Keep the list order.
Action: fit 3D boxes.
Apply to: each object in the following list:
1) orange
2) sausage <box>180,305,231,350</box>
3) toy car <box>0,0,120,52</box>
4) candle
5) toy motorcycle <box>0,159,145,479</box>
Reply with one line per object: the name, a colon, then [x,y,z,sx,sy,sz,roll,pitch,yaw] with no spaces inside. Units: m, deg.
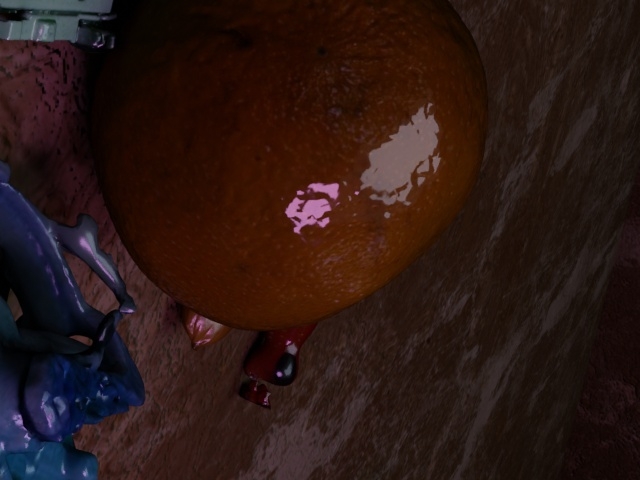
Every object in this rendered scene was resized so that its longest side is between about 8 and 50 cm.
orange: [-0.021,-0.065,0.789,0.264,0.264,0.264,-49,150,-42]
sausage: [-0.065,0.002,0.992,0.062,0.054,0.183,25,87,-36]
toy car: [-0.156,-0.138,0.665,0.143,0.054,0.073,-19,128,-60]
candle: [0.000,0.000,1.140,0.329,0.051,0.048,-70,161,1]
toy motorcycle: [-0.194,0.055,0.642,0.260,0.154,0.206,43,45,-62]
